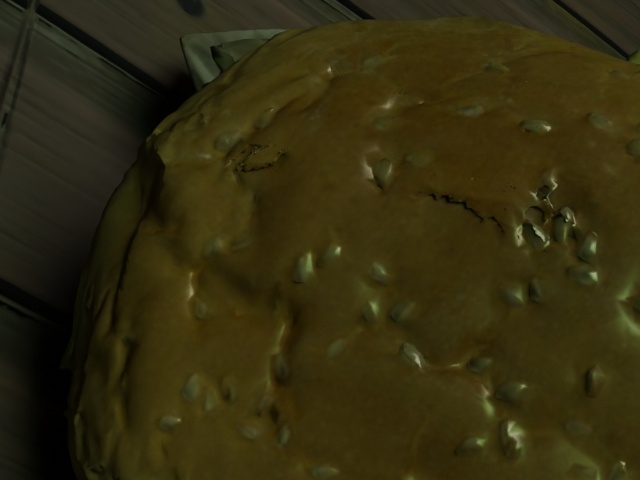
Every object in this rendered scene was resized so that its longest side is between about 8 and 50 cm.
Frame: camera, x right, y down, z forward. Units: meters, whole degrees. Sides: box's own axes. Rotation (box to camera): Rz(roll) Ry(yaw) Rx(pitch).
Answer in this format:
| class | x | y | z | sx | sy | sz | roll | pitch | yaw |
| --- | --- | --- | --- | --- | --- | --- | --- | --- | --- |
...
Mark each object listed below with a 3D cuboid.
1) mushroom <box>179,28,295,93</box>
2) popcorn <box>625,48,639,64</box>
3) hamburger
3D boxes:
| class | x | y | z | sx | sy | sz | roll | pitch | yaw |
| --- | --- | --- | --- | --- | --- | --- | --- | --- | --- |
| mushroom | 0.005 | -0.008 | 0.745 | 0.096 | 0.108 | 0.247 | -4 | 64 | -57 |
| popcorn | 0.198 | 0.018 | 0.900 | 0.266 | 0.192 | 0.233 | 18 | 59 | -6 |
| hamburger | 0.047 | 0.043 | 0.612 | 0.144 | 0.283 | 0.260 | 24 | 76 | -75 |
